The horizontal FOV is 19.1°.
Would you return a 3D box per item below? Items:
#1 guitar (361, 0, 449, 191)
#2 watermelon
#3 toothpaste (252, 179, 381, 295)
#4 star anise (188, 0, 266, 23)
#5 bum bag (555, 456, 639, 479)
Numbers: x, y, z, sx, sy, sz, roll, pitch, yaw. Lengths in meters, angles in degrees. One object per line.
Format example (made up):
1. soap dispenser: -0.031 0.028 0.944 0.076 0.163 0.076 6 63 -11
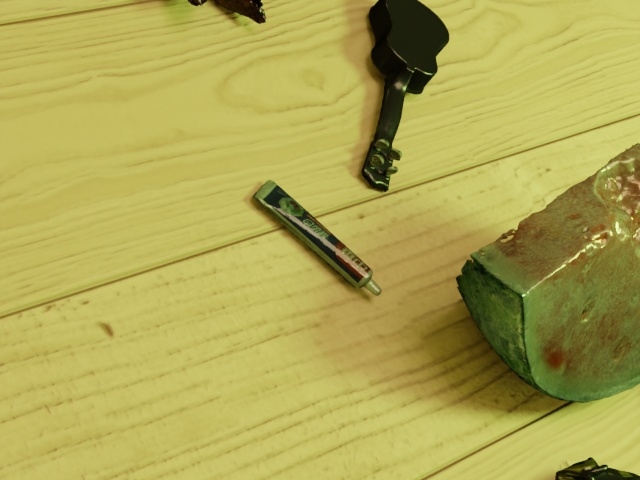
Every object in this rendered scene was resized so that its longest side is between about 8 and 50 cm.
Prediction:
1. guitar: 0.075 -0.147 1.840 0.084 0.038 0.271 31 40 -16
2. watermelon: 0.228 0.014 1.706 0.148 0.226 0.318 36 17 34
3. toothpaste: 0.000 0.000 1.652 0.140 0.021 0.037 42 36 0
4. star anise: -0.094 -0.271 1.787 0.157 0.053 0.212 27 39 -21
5. bum bag: 0.288 0.284 1.623 0.107 0.060 0.232 -10 60 -37
